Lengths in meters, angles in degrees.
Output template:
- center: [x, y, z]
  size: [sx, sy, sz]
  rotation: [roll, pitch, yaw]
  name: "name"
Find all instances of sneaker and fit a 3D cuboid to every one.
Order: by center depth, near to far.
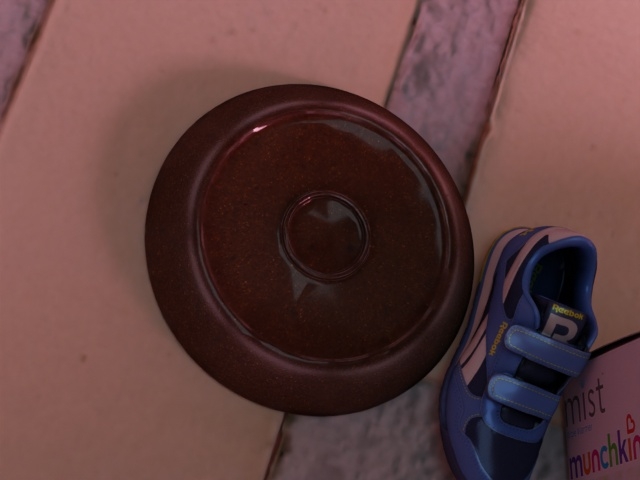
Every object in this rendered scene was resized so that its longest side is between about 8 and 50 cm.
- center: [0.098, 0.057, 0.954]
  size: [0.053, 0.059, 0.144]
  rotation: [21, 72, -26]
  name: "sneaker"

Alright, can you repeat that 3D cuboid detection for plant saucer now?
- center: [0.000, 0.000, 0.960]
  size: [0.168, 0.029, 0.168]
  rotation: [5, 74, -16]
  name: "plant saucer"

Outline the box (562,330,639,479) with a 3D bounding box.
- center: [0.264, 0.158, 0.944]
  size: [0.262, 0.127, 0.231]
  rotation: [0, 76, -17]
  name: "box"
